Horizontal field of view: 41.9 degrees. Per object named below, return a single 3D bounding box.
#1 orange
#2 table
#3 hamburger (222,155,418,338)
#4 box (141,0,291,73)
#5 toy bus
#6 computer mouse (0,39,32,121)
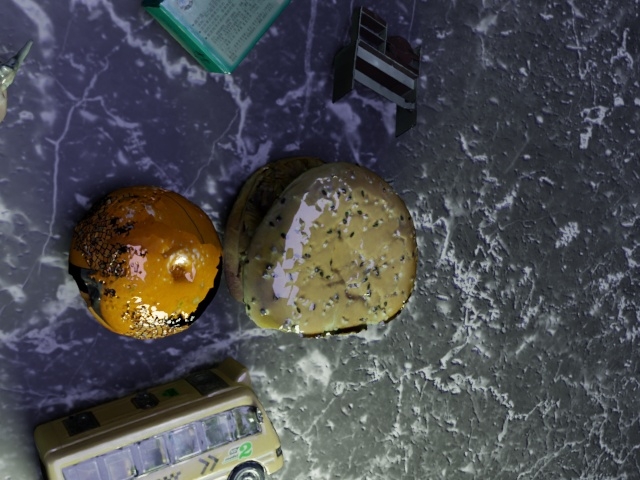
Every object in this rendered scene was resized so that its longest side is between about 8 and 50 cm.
[{"bbox_3d":[-0.255,0.032,1.252,0.234,0.182,0.235,0,90,-35],"label":"orange"},{"bbox_3d":[0.099,-0.289,1.433,0.146,0.062,0.175,24,57,-32],"label":"table"},{"bbox_3d":[0.000,0.000,1.376,0.317,0.195,0.277,-8,107,-30],"label":"hamburger"},{"bbox_3d":[-0.131,-0.393,1.266,0.153,0.092,0.245,44,80,-31],"label":"box"},{"bbox_3d":[-0.252,0.333,1.321,0.365,0.177,0.202,-16,103,-25],"label":"toy bus"},{"bbox_3d":[-0.540,-0.154,1.077,0.389,0.115,0.200,-47,136,-19],"label":"computer mouse"}]
